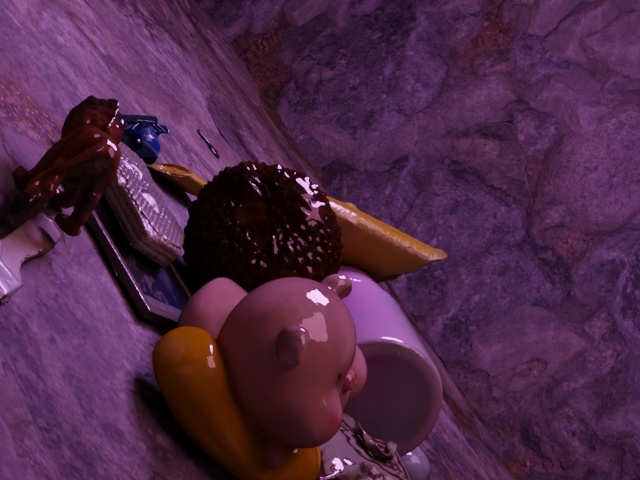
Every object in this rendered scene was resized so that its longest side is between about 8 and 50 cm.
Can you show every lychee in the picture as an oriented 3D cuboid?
[{"bbox_3d":[-0.090,0.018,1.831,0.267,0.267,0.267,51,8,-11],"label":"lychee"}]

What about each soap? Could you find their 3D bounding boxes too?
[{"bbox_3d":[0.000,0.003,2.177,0.427,0.115,0.306,23,-19,-21],"label":"soap"},{"bbox_3d":[-0.246,-0.111,2.114,0.089,0.033,0.168,15,-10,24],"label":"soap"}]

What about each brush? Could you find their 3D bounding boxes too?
[{"bbox_3d":[-0.333,0.013,1.261,0.085,0.020,0.336,51,8,-6],"label":"brush"},{"bbox_3d":[-0.257,-0.223,2.689,0.083,0.008,0.024,53,12,-4],"label":"brush"}]

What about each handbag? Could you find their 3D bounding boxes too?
[{"bbox_3d":[0.047,0.333,1.664,0.213,0.127,0.235,31,8,-22],"label":"handbag"}]

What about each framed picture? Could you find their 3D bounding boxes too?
[{"bbox_3d":[-0.260,0.017,1.643,0.281,0.019,0.209,55,9,23],"label":"framed picture"}]

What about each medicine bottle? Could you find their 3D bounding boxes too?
[{"bbox_3d":[0.054,0.190,1.954,0.219,0.219,0.388,50,4,-21],"label":"medicine bottle"}]

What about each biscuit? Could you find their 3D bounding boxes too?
[{"bbox_3d":[-0.267,-0.063,1.692,0.252,0.052,0.150,57,9,33],"label":"biscuit"}]

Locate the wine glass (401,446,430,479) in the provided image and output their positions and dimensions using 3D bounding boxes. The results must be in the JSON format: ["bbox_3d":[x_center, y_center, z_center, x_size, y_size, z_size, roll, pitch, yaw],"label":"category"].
[{"bbox_3d":[0.130,0.384,1.990,0.103,0.103,0.231,44,8,-46],"label":"wine glass"}]

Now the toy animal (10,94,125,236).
[{"bbox_3d":[-0.294,-0.102,1.425,0.097,0.157,0.312,36,3,-18],"label":"toy animal"}]

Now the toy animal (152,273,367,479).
[{"bbox_3d":[-0.038,0.161,1.476,0.278,0.246,0.345,54,8,-8],"label":"toy animal"}]

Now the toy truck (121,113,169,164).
[{"bbox_3d":[-0.323,-0.175,1.976,0.136,0.074,0.063,8,-24,35],"label":"toy truck"}]
